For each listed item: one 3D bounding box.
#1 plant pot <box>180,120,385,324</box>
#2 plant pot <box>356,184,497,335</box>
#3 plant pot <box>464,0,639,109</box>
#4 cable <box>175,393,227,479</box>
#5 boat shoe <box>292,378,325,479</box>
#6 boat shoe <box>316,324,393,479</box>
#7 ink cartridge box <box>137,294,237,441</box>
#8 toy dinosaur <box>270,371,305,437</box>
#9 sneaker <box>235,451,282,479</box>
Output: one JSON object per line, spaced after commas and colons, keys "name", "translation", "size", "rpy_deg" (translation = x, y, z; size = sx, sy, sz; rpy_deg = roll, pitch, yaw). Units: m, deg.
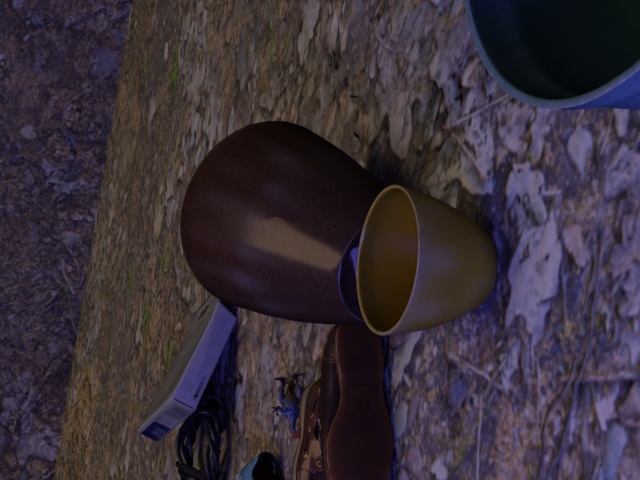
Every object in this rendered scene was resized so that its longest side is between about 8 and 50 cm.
{"name": "plant pot", "translation": [0.000, 0.000, 1.228], "size": [0.230, 0.215, 0.215], "rpy_deg": [25, 108, 55]}
{"name": "plant pot", "translation": [0.102, 0.022, 1.064], "size": [0.134, 0.095, 0.134], "rpy_deg": [-173, 90, -69]}
{"name": "plant pot", "translation": [0.230, -0.205, 0.643], "size": [0.293, 0.196, 0.293], "rpy_deg": [-175, 90, -69]}
{"name": "cable", "translation": [-0.181, 0.323, 1.822], "size": [0.184, 0.047, 0.150], "rpy_deg": [136, 131, -56]}
{"name": "boat shoe", "translation": [0.007, 0.234, 1.301], "size": [0.060, 0.064, 0.178], "rpy_deg": [132, 142, -61]}
{"name": "boat shoe", "translation": [0.033, 0.185, 1.244], "size": [0.073, 0.073, 0.207], "rpy_deg": [129, 149, -58]}
{"name": "ink cartridge box", "translation": [-0.198, 0.187, 1.847], "size": [0.223, 0.045, 0.224], "rpy_deg": [-44, 20, 60]}
{"name": "toy dinosaur", "translation": [-0.030, 0.207, 1.475], "size": [0.090, 0.047, 0.082], "rpy_deg": [48, -149, -72]}
{"name": "sneaker", "translation": [-0.073, 0.337, 1.491], "size": [0.162, 0.063, 0.073], "rpy_deg": [-104, 32, -43]}
